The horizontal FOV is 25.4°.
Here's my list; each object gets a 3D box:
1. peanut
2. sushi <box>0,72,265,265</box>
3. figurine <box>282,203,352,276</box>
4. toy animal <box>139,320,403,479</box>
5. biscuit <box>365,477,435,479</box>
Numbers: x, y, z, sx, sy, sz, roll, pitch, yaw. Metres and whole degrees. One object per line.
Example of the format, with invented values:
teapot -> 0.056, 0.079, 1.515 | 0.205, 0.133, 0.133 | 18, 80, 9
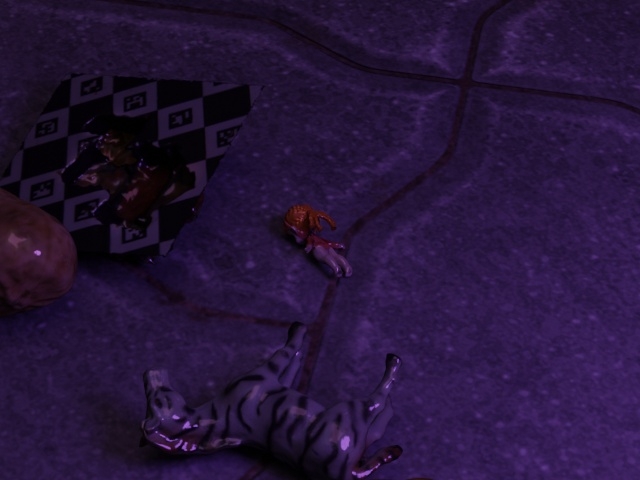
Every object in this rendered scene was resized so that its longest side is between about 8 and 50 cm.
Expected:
peanut -> -0.372, 0.002, 1.528 | 0.253, 0.122, 0.137 | 27, 77, 30
sushi -> -0.235, -0.076, 1.664 | 0.292, 0.059, 0.294 | 5, 50, 26
figurine -> 0.000, 0.000, 1.599 | 0.064, 0.047, 0.109 | 1, 38, -47
toy animal -> -0.041, 0.156, 1.392 | 0.255, 0.090, 0.170 | 6, 46, 10
biscuit -> 0.036, 0.285, 1.277 | 0.174, 0.039, 0.183 | 1, 41, 4
